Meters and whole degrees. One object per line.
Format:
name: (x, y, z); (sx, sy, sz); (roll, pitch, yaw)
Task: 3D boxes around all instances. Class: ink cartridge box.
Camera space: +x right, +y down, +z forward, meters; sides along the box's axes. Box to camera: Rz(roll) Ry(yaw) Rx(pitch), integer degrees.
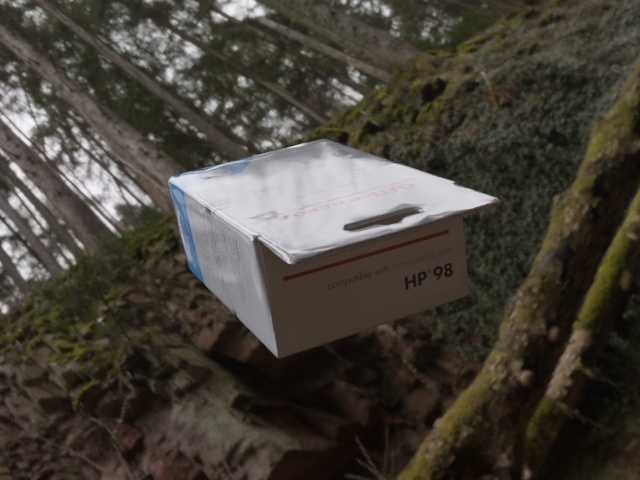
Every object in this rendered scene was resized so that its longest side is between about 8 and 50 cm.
ink cartridge box: (0.000, 0.000, 0.409); (0.104, 0.180, 0.060); (-16, -69, -20)
